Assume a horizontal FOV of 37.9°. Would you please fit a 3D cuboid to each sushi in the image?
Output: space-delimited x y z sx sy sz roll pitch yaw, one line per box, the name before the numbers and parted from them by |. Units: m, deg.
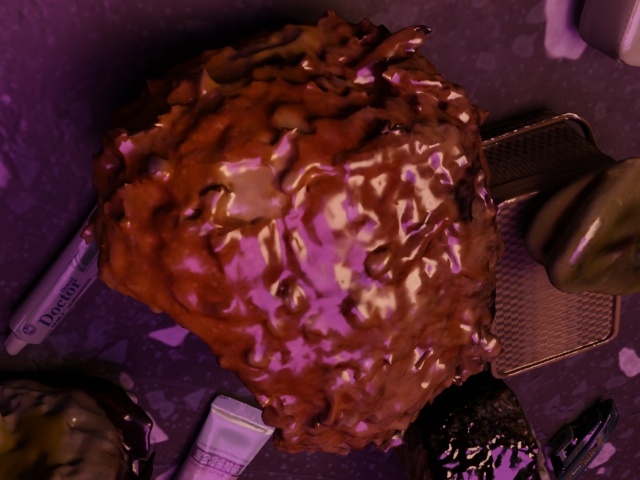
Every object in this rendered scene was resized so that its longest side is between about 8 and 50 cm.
sushi | -0.305 0.305 0.928 0.281 0.299 0.294 14 124 16
sushi | 0.211 0.332 1.201 0.171 0.211 0.350 -23 123 0

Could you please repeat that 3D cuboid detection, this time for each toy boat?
toy boat | 0.375 0.279 1.317 0.060 0.055 0.141 28 111 -9

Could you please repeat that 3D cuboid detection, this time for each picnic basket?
picnic basket | 0.225 0.002 1.016 0.165 0.139 0.266 -17 126 -10

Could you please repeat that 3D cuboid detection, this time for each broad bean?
broad bean | 0.294 -0.008 0.913 0.207 0.072 0.153 -3 126 -33

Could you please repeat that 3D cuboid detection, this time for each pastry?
pastry | 0.005 -0.016 0.835 0.337 0.292 0.405 -41 116 -2

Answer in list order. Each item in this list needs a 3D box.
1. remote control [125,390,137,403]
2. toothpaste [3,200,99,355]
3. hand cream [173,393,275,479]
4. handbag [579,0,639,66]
remote control | -0.254 0.236 1.066 0.050 0.027 0.184 9 124 -22
toothpaste | -0.244 0.031 0.920 0.218 0.041 0.064 -48 137 11
hand cream | -0.166 0.327 1.148 0.085 0.058 0.331 27 106 -16
handbag | 0.378 -0.294 0.919 0.219 0.079 0.256 -8 126 -29
